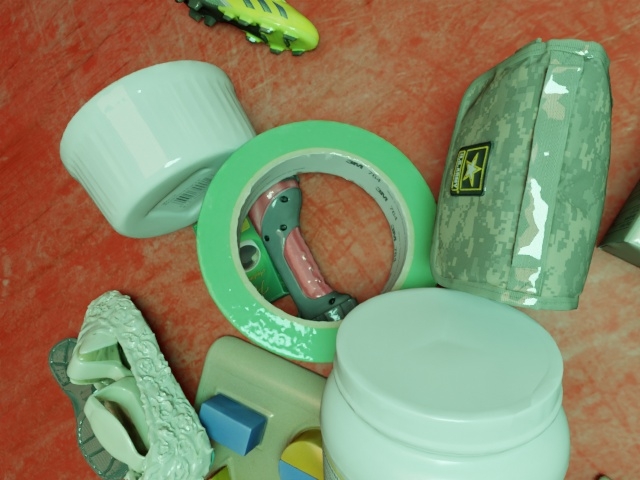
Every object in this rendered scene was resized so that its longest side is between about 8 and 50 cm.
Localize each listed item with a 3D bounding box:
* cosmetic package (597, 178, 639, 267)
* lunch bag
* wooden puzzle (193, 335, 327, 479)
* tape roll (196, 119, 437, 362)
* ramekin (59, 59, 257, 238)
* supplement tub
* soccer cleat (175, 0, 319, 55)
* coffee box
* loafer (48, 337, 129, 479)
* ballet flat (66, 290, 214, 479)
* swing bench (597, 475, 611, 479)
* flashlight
[{"bbox_3d":[0.445,-0.103,0.501,0.113,0.160,0.309,30,98,20],"label":"cosmetic package"},{"bbox_3d":[0.222,-0.054,0.516,0.169,0.287,0.235,12,91,21],"label":"lunch bag"},{"bbox_3d":[-0.090,0.364,0.719,0.322,0.080,0.347,19,93,22],"label":"wooden puzzle"},{"bbox_3d":[0.000,0.000,0.635,0.321,0.077,0.321,1,78,-7],"label":"tape roll"},{"bbox_3d":[-0.220,-0.121,0.708,0.277,0.277,0.135,-35,83,16],"label":"ramekin"},{"bbox_3d":[0.121,0.243,0.503,0.241,0.241,0.331,8,115,22],"label":"supplement tub"},{"bbox_3d":[-0.117,-0.401,0.779,0.289,0.093,0.121,29,90,20],"label":"soccer cleat"},{"bbox_3d":[-0.131,0.029,0.780,0.113,0.040,0.184,-31,75,17],"label":"coffee box"},{"bbox_3d":[-0.403,0.301,0.859,0.096,0.084,0.267,-27,79,-14],"label":"loafer"},{"bbox_3d":[-0.313,0.219,0.739,0.409,0.147,0.147,41,101,33],"label":"ballet flat"},{"bbox_3d":[0.350,0.457,0.495,0.255,0.165,0.253,38,99,19],"label":"swing bench"},{"bbox_3d":[-0.025,0.020,0.712,0.103,0.103,0.304,-26,77,-22],"label":"flashlight"}]
